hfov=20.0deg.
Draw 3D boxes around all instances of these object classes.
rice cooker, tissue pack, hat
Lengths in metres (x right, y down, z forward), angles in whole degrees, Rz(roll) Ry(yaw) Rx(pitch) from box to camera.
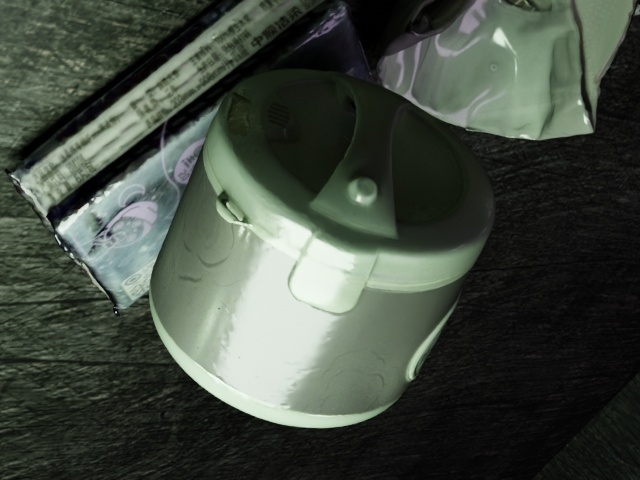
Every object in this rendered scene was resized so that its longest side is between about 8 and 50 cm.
[{"bbox_3d":[0.002,-0.001,1.665,0.288,0.288,0.277,-15,140,-45],"label":"rice cooker"},{"bbox_3d":[-0.112,-0.098,1.810,0.361,0.122,0.259,-39,159,-6],"label":"tissue pack"},{"bbox_3d":[0.199,-0.265,1.961,0.258,0.168,0.301,25,93,-28],"label":"hat"}]

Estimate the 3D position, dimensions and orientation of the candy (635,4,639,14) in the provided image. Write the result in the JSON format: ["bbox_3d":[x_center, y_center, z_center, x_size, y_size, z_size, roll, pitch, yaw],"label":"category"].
[{"bbox_3d":[0.419,-0.333,2.252,0.226,0.051,0.094,-53,174,26],"label":"candy"}]
